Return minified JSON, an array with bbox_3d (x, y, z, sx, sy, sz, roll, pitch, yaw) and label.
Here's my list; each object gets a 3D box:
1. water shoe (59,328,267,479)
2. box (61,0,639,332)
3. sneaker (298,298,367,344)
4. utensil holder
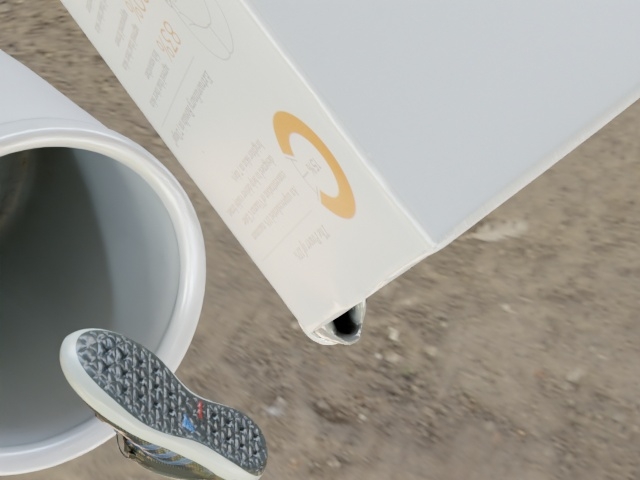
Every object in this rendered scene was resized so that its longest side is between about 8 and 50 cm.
[{"bbox_3d":[-0.131,0.142,1.275,0.080,0.073,0.203,-31,127,31],"label":"water shoe"},{"bbox_3d":[-0.023,-0.156,0.733,0.168,0.215,0.345,-36,88,-17],"label":"box"},{"bbox_3d":[0.000,0.000,1.681,0.086,0.132,0.229,-22,99,-11],"label":"sneaker"},{"bbox_3d":[-0.338,-0.015,1.585,0.327,0.385,0.328,-15,120,-27],"label":"utensil holder"}]
